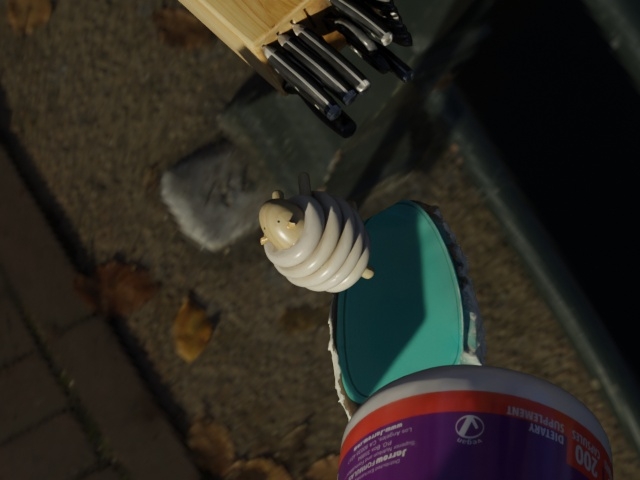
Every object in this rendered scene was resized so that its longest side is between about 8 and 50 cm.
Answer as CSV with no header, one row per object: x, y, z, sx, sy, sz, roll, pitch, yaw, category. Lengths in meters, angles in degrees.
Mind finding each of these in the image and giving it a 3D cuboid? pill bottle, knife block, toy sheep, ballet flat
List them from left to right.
-0.049,-0.196,1.625,0.275,0.088,0.242,-4,59,20,knife block
0.000,0.000,1.468,0.132,0.091,0.091,26,67,-36,toy sheep
0.094,0.168,1.568,0.147,0.147,0.409,1,61,-14,ballet flat
0.089,0.248,1.072,0.181,0.181,0.323,16,49,-10,pill bottle
